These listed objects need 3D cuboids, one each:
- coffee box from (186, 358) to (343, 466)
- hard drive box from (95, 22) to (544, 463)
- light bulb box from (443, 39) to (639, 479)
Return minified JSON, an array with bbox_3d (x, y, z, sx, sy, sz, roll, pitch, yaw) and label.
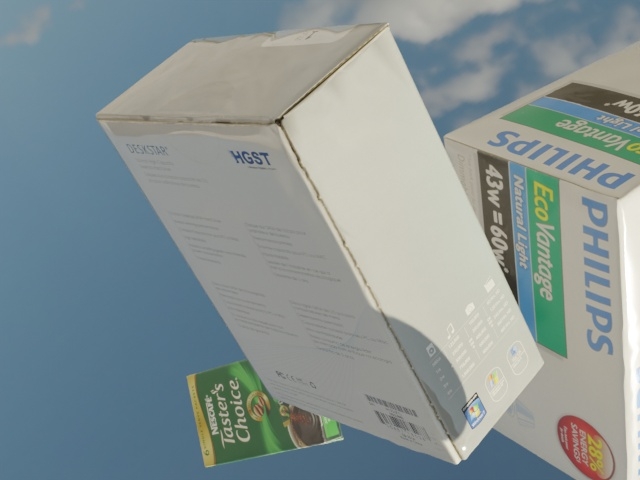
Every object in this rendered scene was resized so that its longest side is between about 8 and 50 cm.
[{"bbox_3d":[-0.066,0.186,1.251,0.184,0.040,0.113,-17,-99,37],"label":"coffee box"},{"bbox_3d":[0.000,0.000,0.649,0.089,0.232,0.181,-44,-149,-27],"label":"hard drive box"},{"bbox_3d":[0.344,0.011,1.154,0.361,0.358,0.225,-26,-148,-28],"label":"light bulb box"}]
